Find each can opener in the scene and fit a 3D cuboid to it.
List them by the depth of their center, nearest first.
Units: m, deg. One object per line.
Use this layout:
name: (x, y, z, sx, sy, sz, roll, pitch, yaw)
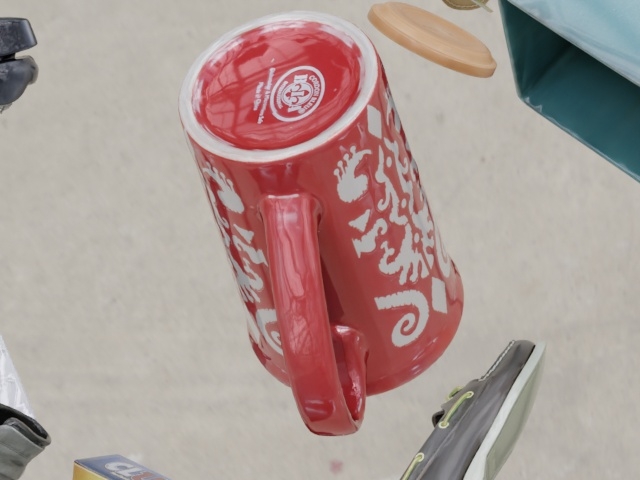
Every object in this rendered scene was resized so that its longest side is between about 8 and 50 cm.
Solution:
can opener: (-0.310, -0.121, 1.216, 0.186, 0.059, 0.073, -19, 93, -16)

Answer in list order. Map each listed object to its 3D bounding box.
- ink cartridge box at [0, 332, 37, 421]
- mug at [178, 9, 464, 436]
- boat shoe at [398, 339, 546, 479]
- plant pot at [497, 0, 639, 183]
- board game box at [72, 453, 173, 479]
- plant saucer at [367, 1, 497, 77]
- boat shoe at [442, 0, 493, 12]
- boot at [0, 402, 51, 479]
ink cartridge box: (-0.344, 0.099, 1.438, 0.066, 0.189, 0.232, -13, 73, -27)
mug: (0.008, -0.006, 0.722, 0.113, 0.169, 0.150, -27, 49, -7)
boat shoe: (0.119, 0.156, 1.249, 0.069, 0.081, 0.228, 17, 46, 19)
plant pot: (0.285, -0.191, 1.226, 0.165, 0.165, 0.234, 38, 79, 26)
board game box: (-0.090, 0.257, 1.047, 0.243, 0.042, 0.165, 16, 103, 46)
plant saucer: (0.068, -0.122, 0.926, 0.083, 0.083, 0.013, 35, 112, 26)
boat shoe: (0.155, -0.322, 1.691, 0.105, 0.285, 0.089, -8, 66, 5)
boot: (-0.331, 0.166, 1.123, 0.083, 0.246, 0.161, 44, 113, 53)
